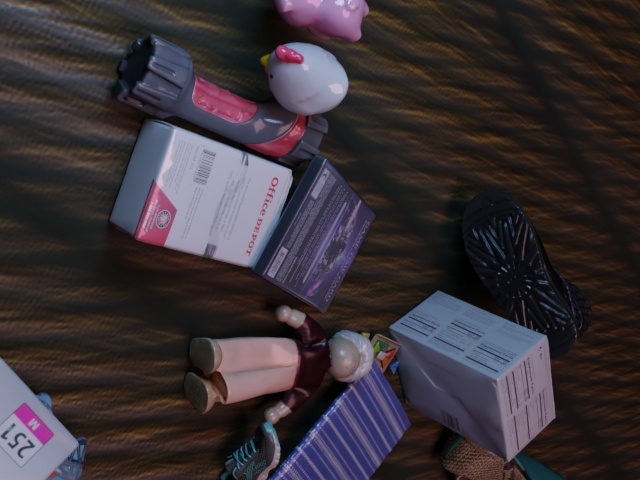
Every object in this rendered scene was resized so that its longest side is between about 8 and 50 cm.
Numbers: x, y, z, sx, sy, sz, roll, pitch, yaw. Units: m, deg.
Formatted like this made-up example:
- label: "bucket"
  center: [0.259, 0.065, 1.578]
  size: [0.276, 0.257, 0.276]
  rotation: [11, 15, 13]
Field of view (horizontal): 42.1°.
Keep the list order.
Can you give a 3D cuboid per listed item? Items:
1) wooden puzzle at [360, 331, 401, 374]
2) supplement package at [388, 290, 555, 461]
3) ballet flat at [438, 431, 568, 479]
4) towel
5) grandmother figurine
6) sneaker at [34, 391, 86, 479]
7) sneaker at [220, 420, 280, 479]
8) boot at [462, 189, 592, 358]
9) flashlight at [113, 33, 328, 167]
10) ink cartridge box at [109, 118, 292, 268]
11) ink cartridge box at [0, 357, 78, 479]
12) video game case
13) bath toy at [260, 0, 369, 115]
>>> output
- label: "wooden puzzle"
  center: [0.109, 0.213, 1.552]
  size: [0.116, 0.014, 0.078]
  rotation: [20, 105, -33]
- label: "supplement package"
  center: [0.285, 0.248, 1.565]
  size: [0.145, 0.262, 0.204]
  rotation: [-33, 125, -28]
- label: "ballet flat"
  center: [0.419, 0.548, 1.897]
  size: [0.182, 0.164, 0.483]
  rotation: [-45, 127, 8]
- label: "towel"
  center: [0.026, 0.403, 1.542]
  size: [0.336, 0.040, 0.243]
  rotation: [-48, 136, -20]
- label: "grandmother figurine"
  center: [-0.052, 0.208, 1.367]
  size: [0.342, 0.104, 0.207]
  rotation: [-3, 120, -39]
- label: "sneaker"
  center: [-0.411, 0.242, 1.081]
  size: [0.262, 0.104, 0.125]
  rotation: [52, 43, -34]
- label: "sneaker"
  center: [-0.117, 0.360, 1.364]
  size: [0.076, 0.065, 0.166]
  rotation: [-3, 132, -29]
- label: "boot"
  center: [0.408, 0.059, 1.633]
  size: [0.260, 0.131, 0.347]
  rotation: [-16, 82, -65]
- label: "flashlight"
  center: [-0.126, -0.192, 1.151]
  size: [0.304, 0.103, 0.103]
  rotation: [22, 65, -43]
- label: "ink cartridge box"
  center: [-0.163, -0.062, 1.170]
  size: [0.218, 0.092, 0.158]
  rotation: [17, 94, -42]
- label: "ink cartridge box"
  center: [-0.448, 0.217, 0.922]
  size: [0.275, 0.060, 0.239]
  rotation: [53, 49, -14]
- label: "video game case"
  center: [0.000, 0.000, 1.318]
  size: [0.196, 0.026, 0.274]
  rotation: [-62, 156, -5]
- label: "bath toy"
  center: [-0.004, -0.347, 1.139]
  size: [0.129, 0.151, 0.348]
  rotation: [32, 70, -61]
